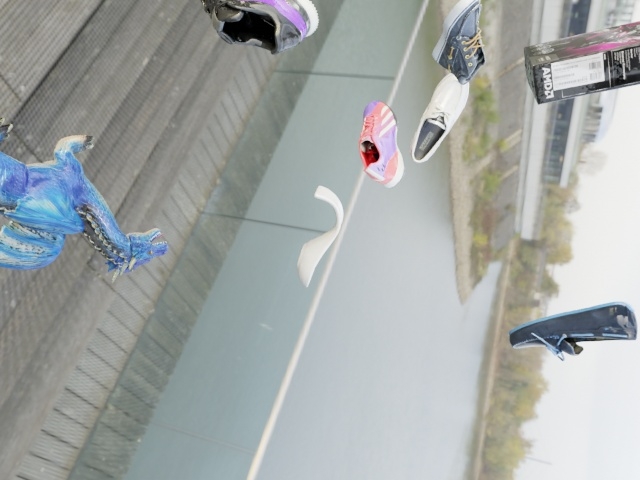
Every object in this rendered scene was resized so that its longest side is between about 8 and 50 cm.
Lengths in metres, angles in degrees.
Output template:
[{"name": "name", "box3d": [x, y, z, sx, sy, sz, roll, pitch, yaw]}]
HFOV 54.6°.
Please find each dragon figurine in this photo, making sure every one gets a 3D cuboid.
[{"name": "dragon figurine", "box3d": [-0.277, -0.029, 0.587, 0.289, 0.085, 0.144, 4, 59, -51]}]

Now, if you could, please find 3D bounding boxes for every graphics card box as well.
[{"name": "graphics card box", "box3d": [0.632, -0.392, 1.311, 0.232, 0.371, 0.094, -65, 141, -60]}]

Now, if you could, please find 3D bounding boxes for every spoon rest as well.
[{"name": "spoon rest", "box3d": [0.000, 0.000, 1.576, 0.137, 0.084, 0.276, -67, 171, -57]}]

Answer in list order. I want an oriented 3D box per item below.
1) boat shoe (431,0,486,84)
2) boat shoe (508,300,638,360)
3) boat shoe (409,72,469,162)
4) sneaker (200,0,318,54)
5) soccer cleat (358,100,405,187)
[{"name": "boat shoe", "box3d": [0.248, -0.335, 1.037, 0.065, 0.083, 0.183, -39, 171, -10]}, {"name": "boat shoe", "box3d": [0.499, 0.192, 1.249, 0.109, 0.258, 0.088, 8, 66, -40]}, {"name": "boat shoe", "box3d": [0.316, -0.319, 1.638, 0.084, 0.095, 0.258, -64, 176, -68]}, {"name": "sneaker", "box3d": [-0.158, -0.421, 1.082, 0.146, 0.293, 0.102, -57, 175, -33]}, {"name": "soccer cleat", "box3d": [0.159, -0.298, 1.788, 0.117, 0.109, 0.318, 20, 48, -34]}]
